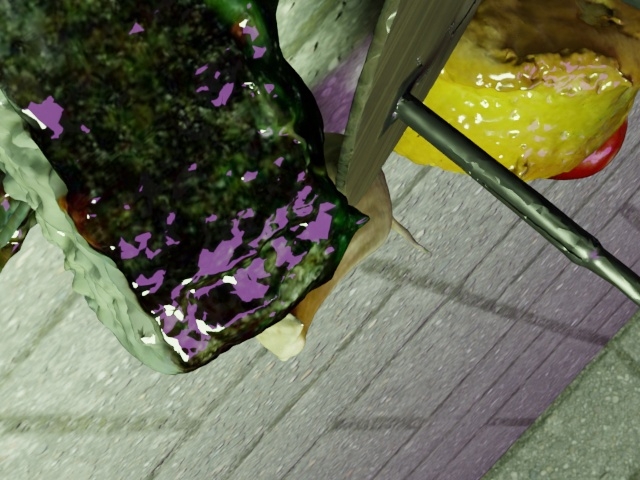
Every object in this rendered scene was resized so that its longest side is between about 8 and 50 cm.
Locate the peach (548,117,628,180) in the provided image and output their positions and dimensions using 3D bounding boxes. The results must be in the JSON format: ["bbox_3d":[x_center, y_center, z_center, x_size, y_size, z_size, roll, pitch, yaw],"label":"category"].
[{"bbox_3d":[0.229,-0.099,1.475,0.101,0.101,0.100,-41,162,-17],"label":"peach"}]

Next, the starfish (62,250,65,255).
[{"bbox_3d":[-0.078,-0.080,0.849,0.223,0.050,0.216,107,7,-89],"label":"starfish"}]

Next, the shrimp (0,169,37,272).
[{"bbox_3d":[-0.239,0.070,0.842,0.365,0.071,0.233,-50,174,-1],"label":"shrimp"}]

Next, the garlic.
[{"bbox_3d":[0.001,-0.011,1.089,0.090,0.128,0.198,-19,-171,34],"label":"garlic"}]

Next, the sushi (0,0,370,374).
[{"bbox_3d":[-0.079,-0.057,0.683,0.127,0.225,0.124,-38,-159,-15],"label":"sushi"}]

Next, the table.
[{"bbox_3d":[0.184,-0.110,0.926,0.317,0.249,0.317,-59,171,-15],"label":"table"}]

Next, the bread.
[{"bbox_3d":[0.173,-0.131,1.193,0.261,0.147,0.160,-30,154,-42],"label":"bread"}]
